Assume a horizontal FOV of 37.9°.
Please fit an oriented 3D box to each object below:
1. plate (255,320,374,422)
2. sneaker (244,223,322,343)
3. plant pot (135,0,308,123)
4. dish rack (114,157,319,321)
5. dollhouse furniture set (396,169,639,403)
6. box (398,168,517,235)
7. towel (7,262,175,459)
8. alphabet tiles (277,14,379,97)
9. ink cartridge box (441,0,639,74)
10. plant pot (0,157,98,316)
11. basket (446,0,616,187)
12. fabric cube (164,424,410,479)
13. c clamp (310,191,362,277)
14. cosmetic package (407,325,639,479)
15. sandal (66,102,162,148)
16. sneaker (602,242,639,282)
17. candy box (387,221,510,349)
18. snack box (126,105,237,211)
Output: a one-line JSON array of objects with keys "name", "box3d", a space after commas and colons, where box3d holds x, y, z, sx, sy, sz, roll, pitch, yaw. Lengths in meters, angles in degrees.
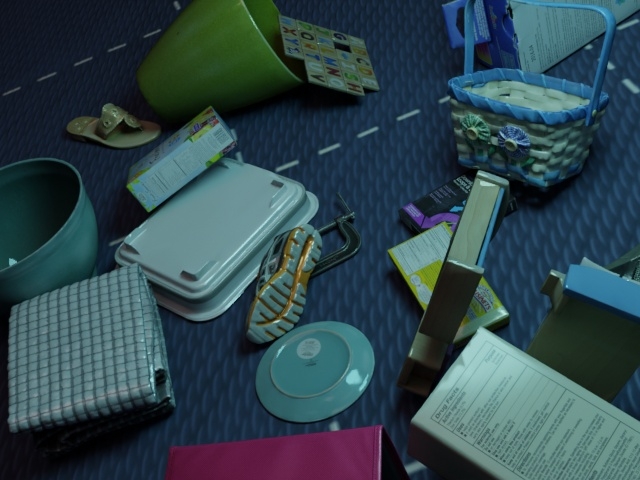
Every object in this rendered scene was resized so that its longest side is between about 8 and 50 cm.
[{"name": "plate", "box3d": [-0.012, 0.189, 1.403, 0.188, 0.024, 0.188, -12, 44, 12]}, {"name": "sneaker", "box3d": [-0.070, 0.072, 1.507, 0.083, 0.084, 0.214, -5, 49, 47]}, {"name": "plant pot", "box3d": [-0.221, -0.368, 1.910, 0.294, 0.275, 0.274, -29, 41, 15]}, {"name": "dish rack", "box3d": [-0.197, -0.025, 1.665, 0.286, 0.072, 0.333, 21, 56, 38]}, {"name": "dollhouse furniture set", "box3d": [0.300, 0.099, 1.251, 0.304, 0.286, 0.198, 21, 44, 7]}, {"name": "box", "box3d": [0.227, -0.052, 1.547, 0.162, 0.029, 0.116, -29, 43, -9]}, {"name": "towel", "box3d": [-0.361, 0.190, 1.476, 0.235, 0.121, 0.283, -17, 45, -3]}, {"name": "alphabet tiles", "box3d": [0.017, -0.371, 1.883, 0.198, 0.009, 0.237, 12, 38, -20]}, {"name": "ink cartridge box", "box3d": [0.412, -0.482, 1.730, 0.396, 0.270, 0.151, -35, 42, -14]}, {"name": "plant pot", "box3d": [-0.515, 0.024, 1.648, 0.293, 0.196, 0.293, -12, 43, 11]}, {"name": "basket", "box3d": [0.337, -0.242, 1.493, 0.255, 0.288, 0.201, 21, 27, 40]}, {"name": "fabric cube", "box3d": [-0.026, 0.387, 1.040, 0.258, 0.254, 0.259, -10, 44, 16]}, {"name": "c clamp", "box3d": [0.000, 0.000, 1.595, 0.161, 0.022, 0.137, -31, 50, -10]}, {"name": "cosmetic package", "box3d": [0.272, 0.257, 1.085, 0.310, 0.113, 0.160, 32, 63, 21]}, {"name": "sandal", "box3d": [-0.458, -0.255, 1.995, 0.240, 0.079, 0.088, 7, 50, 28]}, {"name": "sneaker", "box3d": [0.443, 0.084, 1.277, 0.228, 0.087, 0.130, -31, 37, -18]}, {"name": "candy box", "box3d": [0.192, 0.067, 1.421, 0.105, 0.027, 0.205, -25, 51, -5]}, {"name": "snack box", "box3d": [-0.262, -0.156, 1.748, 0.207, 0.070, 0.174, -39, 18, 1]}]
